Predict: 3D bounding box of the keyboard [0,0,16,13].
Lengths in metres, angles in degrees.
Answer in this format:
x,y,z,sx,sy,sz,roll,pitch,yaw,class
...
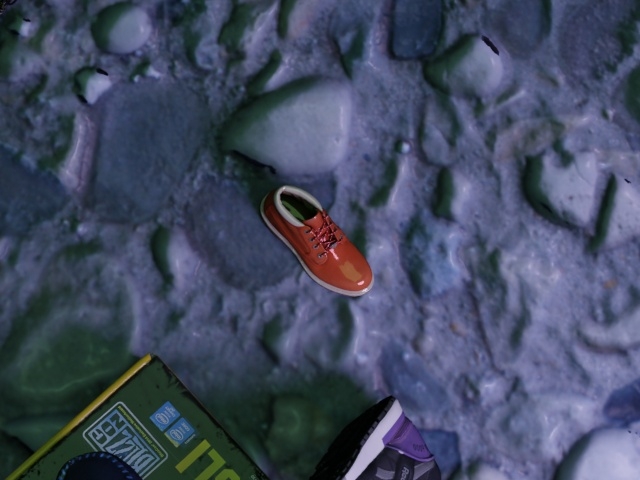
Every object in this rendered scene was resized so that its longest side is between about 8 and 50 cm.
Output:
x,y,z,sx,sy,sz,roll,pitch,yaw,class
-0.374,-0.287,1.633,0.100,0.038,0.192,23,75,19,keyboard

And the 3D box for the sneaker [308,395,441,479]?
x,y,z,sx,sy,sz,roll,pitch,yaw,class
0.045,0.279,1.490,0.124,0.107,0.283,51,41,-3,sneaker

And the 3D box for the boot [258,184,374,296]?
x,y,z,sx,sy,sz,roll,pitch,yaw,class
0.000,0.000,1.606,0.158,0.084,0.059,41,73,-1,boot

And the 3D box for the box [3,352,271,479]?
x,y,z,sx,sy,sz,roll,pitch,yaw,class
-0.164,0.318,1.512,0.257,0.079,0.322,-41,88,-17,box

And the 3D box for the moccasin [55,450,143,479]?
x,y,z,sx,sy,sz,roll,pitch,yaw,class
-0.169,0.341,1.363,0.138,0.117,0.342,-26,62,-3,moccasin
